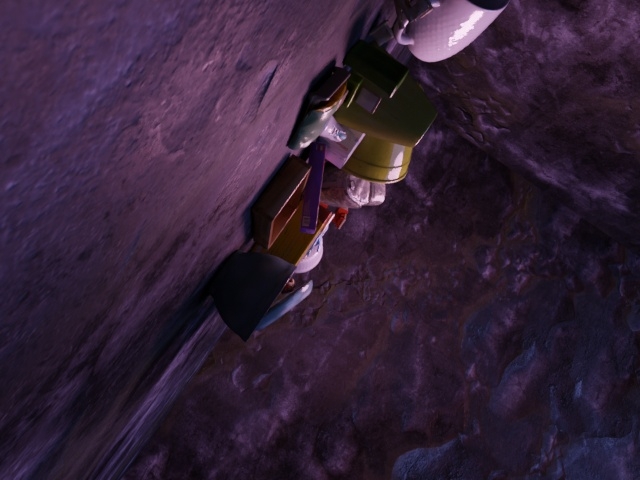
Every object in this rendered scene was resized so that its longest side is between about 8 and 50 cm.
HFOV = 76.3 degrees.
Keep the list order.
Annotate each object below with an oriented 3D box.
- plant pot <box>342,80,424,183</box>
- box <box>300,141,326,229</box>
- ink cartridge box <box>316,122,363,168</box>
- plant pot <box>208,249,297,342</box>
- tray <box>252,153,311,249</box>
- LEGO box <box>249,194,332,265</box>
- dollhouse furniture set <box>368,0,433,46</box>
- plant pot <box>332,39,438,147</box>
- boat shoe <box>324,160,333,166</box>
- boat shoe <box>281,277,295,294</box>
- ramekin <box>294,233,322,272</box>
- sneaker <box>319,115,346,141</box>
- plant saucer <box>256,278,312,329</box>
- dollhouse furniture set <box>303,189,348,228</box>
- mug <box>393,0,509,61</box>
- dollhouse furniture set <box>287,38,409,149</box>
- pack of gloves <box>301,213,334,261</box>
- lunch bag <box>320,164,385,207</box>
[{"bbox_3d":[0.253,-0.487,1.683,0.366,0.366,0.353,-57,170,-46],"label":"plant pot"},{"bbox_3d":[-0.027,-0.176,1.438,0.201,0.057,0.293,144,-47,-86],"label":"box"},{"bbox_3d":[0.081,-0.383,1.501,0.176,0.128,0.127,-55,-179,-17],"label":"ink cartridge box"},{"bbox_3d":[-0.237,0.153,1.329,0.293,0.196,0.293,-56,180,0],"label":"plant pot"},{"bbox_3d":[-0.137,-0.106,1.323,0.203,0.076,0.411,-56,180,-15],"label":"tray"},{"bbox_3d":[-0.167,0.036,1.826,0.500,0.193,0.372,-56,180,1],"label":"LEGO box"},{"bbox_3d":[0.214,-0.639,1.137,0.161,0.101,0.182,-27,-164,30],"label":"dollhouse furniture set"},{"bbox_3d":[0.220,-0.440,1.331,0.275,0.293,0.275,-56,-179,1],"label":"plant pot"},{"bbox_3d":[0.153,-0.385,2.069,0.335,0.095,0.112,-15,-148,28],"label":"boat shoe"},{"bbox_3d":[-0.131,0.189,1.664,0.137,0.049,0.043,-35,117,-78],"label":"boat shoe"},{"bbox_3d":[-0.119,0.019,2.117,0.277,0.277,0.135,-56,174,-21],"label":"ramekin"},{"bbox_3d":[0.038,-0.346,1.275,0.080,0.094,0.212,-54,-179,14],"label":"sneaker"},{"bbox_3d":[-0.151,0.263,1.610,0.317,0.044,0.317,-36,178,-2],"label":"plant saucer"},{"bbox_3d":[0.011,-0.178,2.118,0.262,0.259,0.135,-58,-171,37],"label":"dollhouse furniture set"},{"bbox_3d":[0.428,-0.816,1.477,0.374,0.276,0.328,-23,174,-24],"label":"mug"},{"bbox_3d":[0.072,-0.339,1.052,0.301,0.151,0.197,-56,-179,-34],"label":"dollhouse furniture set"},{"bbox_3d":[0.000,0.000,1.945,0.232,0.046,0.195,-56,180,-17],"label":"pack of gloves"},{"bbox_3d":[0.109,-0.256,1.872,0.256,0.305,0.212,-5,99,-41],"label":"lunch bag"}]
